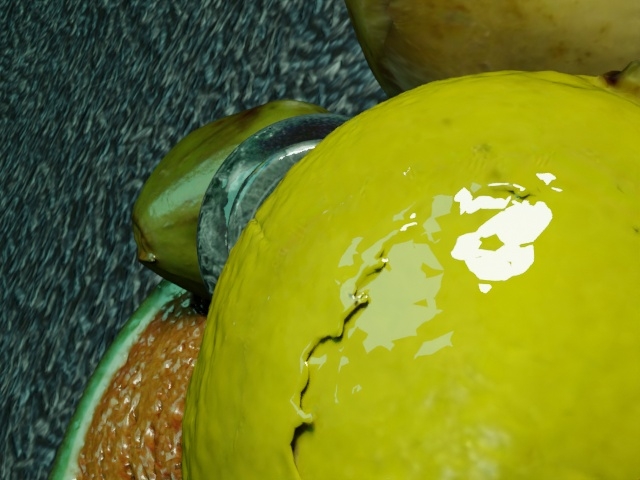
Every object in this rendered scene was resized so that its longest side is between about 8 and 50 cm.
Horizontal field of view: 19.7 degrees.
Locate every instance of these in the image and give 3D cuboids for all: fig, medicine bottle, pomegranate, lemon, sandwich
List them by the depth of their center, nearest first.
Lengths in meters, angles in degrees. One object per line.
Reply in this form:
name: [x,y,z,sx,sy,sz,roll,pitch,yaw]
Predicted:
lemon: [0.081,0.071,0.796,0.297,0.297,0.297,-41,29,29]
pomegranate: [0.132,-0.180,1.026,0.307,0.307,0.307,-41,29,29]
medicine bottle: [0.000,0.000,1.068,0.141,0.141,0.293,-57,0,-1]
fig: [-0.051,-0.020,1.288,0.154,0.166,0.144,112,146,-73]
sandwich: [-0.106,0.133,1.309,0.159,0.079,0.235,-18,48,39]
